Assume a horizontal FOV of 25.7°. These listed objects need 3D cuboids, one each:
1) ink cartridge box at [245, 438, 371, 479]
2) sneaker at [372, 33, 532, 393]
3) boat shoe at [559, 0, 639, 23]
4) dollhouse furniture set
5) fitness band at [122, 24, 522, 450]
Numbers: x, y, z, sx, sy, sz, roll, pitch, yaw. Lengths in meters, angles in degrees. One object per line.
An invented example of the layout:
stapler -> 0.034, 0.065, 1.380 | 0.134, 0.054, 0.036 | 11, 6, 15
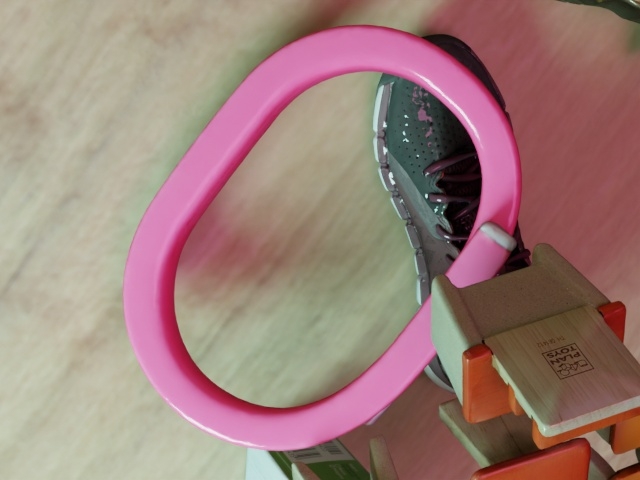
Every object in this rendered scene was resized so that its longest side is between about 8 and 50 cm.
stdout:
ink cartridge box -> -0.014, 0.249, 1.022 | 0.062, 0.109, 0.209 | -2, 109, -22
sneaker -> 0.125, 0.003, 0.965 | 0.106, 0.162, 0.281 | -21, 116, -16
boat shoe -> 0.188, -0.195, 0.967 | 0.178, 0.064, 0.060 | 15, 89, -5
dollhouse furniture set -> 0.127, 0.145, 0.862 | 0.262, 0.135, 0.259 | -17, 132, -14
fitness band -> 0.000, 0.000, 0.908 | 0.209, 0.054, 0.291 | 38, 96, 5
